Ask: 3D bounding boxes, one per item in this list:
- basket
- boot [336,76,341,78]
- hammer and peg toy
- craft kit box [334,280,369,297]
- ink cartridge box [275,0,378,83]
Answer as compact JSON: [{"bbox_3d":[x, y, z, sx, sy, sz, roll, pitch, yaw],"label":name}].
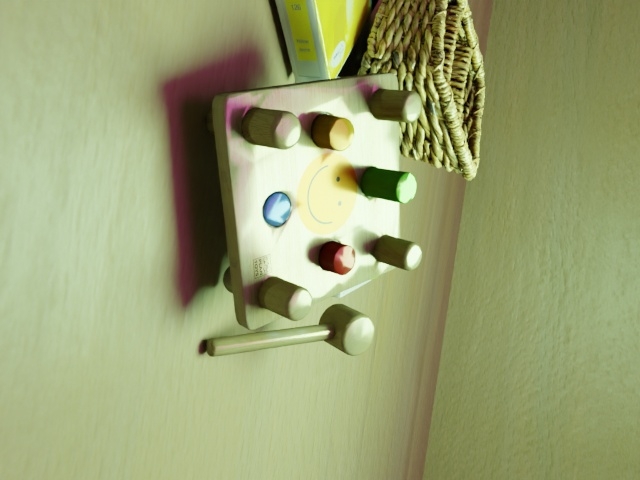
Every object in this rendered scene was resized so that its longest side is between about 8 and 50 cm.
[{"bbox_3d":[0.185,-0.284,0.967,0.213,0.223,0.299,104,5,-48],"label":"basket"},{"bbox_3d":[-0.001,-0.125,0.852,0.189,0.076,0.208,-49,150,-75],"label":"boot"},{"bbox_3d":[0.000,0.000,0.707,0.266,0.127,0.361,-18,114,-39],"label":"hammer and peg toy"},{"bbox_3d":[0.065,-0.043,1.084,0.250,0.061,0.247,-18,117,-66],"label":"craft kit box"},{"bbox_3d":[0.011,-0.415,0.787,0.307,0.072,0.303,78,29,-46],"label":"ink cartridge box"}]
